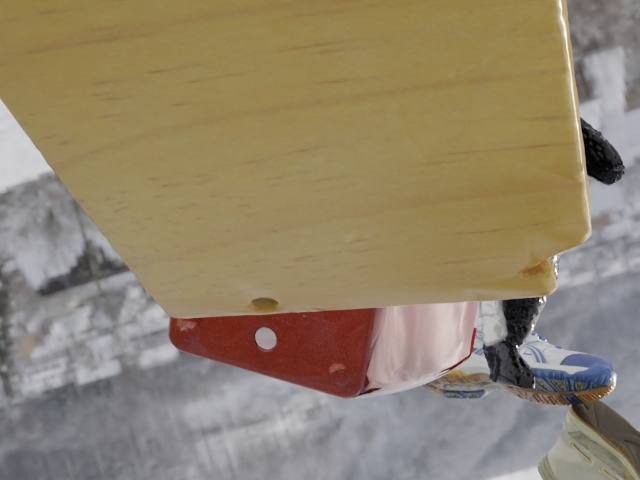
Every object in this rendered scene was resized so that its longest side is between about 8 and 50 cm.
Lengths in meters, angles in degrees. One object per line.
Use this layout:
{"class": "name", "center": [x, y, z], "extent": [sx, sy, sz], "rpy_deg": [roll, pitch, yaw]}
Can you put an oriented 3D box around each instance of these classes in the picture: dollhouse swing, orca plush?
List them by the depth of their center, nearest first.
{"class": "dollhouse swing", "center": [-0.037, -0.171, 0.683], "extent": [0.315, 0.305, 0.347], "rpy_deg": [-4, 150, 13]}
{"class": "orca plush", "center": [0.159, -0.040, 0.961], "extent": [0.102, 0.287, 0.151], "rpy_deg": [0, 172, 23]}

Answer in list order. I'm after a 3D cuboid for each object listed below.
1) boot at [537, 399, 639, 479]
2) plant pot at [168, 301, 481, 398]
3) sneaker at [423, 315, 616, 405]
{"class": "boot", "center": [0.408, 0.337, 1.899], "extent": [0.077, 0.213, 0.165], "rpy_deg": [-28, 150, -40]}
{"class": "plant pot", "center": [0.000, 0.000, 1.222], "extent": [0.267, 0.267, 0.236], "rpy_deg": [15, -159, 17]}
{"class": "sneaker", "center": [0.272, 0.151, 1.904], "extent": [0.296, 0.131, 0.112], "rpy_deg": [2, 150, 31]}
